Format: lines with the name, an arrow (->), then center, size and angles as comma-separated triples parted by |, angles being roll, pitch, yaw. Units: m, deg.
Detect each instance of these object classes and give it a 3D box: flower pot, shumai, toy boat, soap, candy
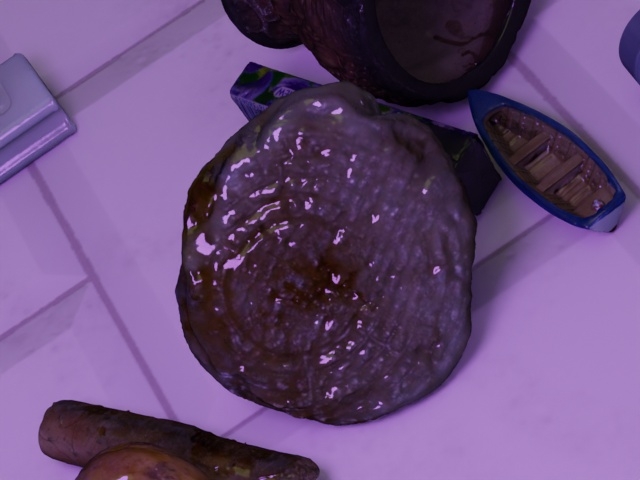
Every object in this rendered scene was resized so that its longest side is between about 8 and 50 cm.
flower pot -> 0.043, -0.285, 1.934 | 0.267, 0.266, 0.266 | 17, 63, 45
shumai -> 0.000, 0.000, 1.793 | 0.309, 0.304, 0.263 | -46, 15, 6
toy boat -> 0.217, -0.080, 1.819 | 0.080, 0.046, 0.229 | -39, 47, -6
soap -> -0.396, -0.118, 2.133 | 0.198, 0.066, 0.119 | -36, 49, -4
candy -> 0.043, -0.108, 1.896 | 0.312, 0.088, 0.061 | 23, 69, 36

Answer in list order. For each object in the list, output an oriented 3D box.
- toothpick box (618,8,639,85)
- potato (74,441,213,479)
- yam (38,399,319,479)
toothpick box -> 0.368, -0.158, 1.769 | 0.101, 0.101, 0.153 | -32, 49, -1
potato -> -0.151, 0.297, 1.600 | 0.229, 0.229, 0.266 | -36, 48, -4
yam -> -0.140, 0.209, 1.753 | 0.317, 0.067, 0.071 | 10, 87, 31
